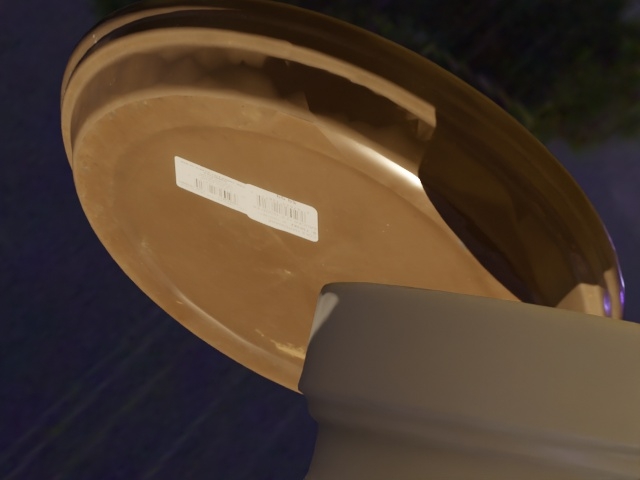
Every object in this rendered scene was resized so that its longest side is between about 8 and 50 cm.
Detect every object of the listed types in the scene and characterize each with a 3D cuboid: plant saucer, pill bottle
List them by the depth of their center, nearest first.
[{"bbox_3d":[0.049,0.208,0.721,0.210,0.210,0.363,14,-96,-40],"label":"pill bottle"},{"bbox_3d":[0.000,0.000,0.895,0.278,0.278,0.041,39,-121,-17],"label":"plant saucer"}]
